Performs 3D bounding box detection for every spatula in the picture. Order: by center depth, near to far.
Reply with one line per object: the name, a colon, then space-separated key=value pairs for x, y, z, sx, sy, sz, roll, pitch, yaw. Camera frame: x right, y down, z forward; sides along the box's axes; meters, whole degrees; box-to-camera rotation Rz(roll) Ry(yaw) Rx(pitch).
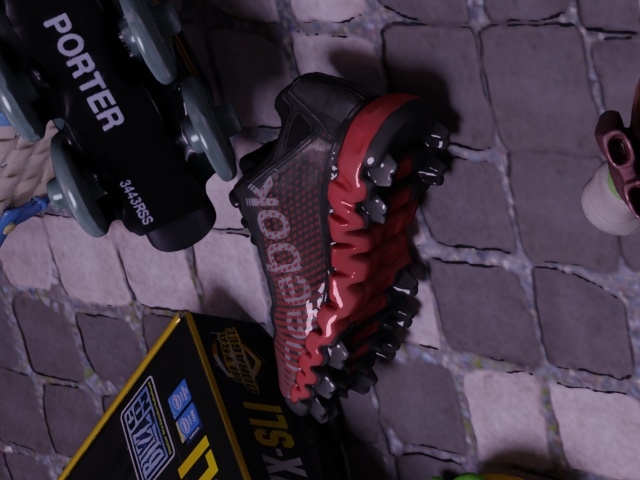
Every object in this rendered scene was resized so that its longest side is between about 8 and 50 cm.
spatula: x=0.010 y=0.178 z=1.525 sx=0.084 sy=0.030 sz=0.296 roll=7 pitch=119 yaw=50

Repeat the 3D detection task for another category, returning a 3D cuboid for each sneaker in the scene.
sneaker: x=0.000 y=0.000 z=1.376 sx=0.135 sy=0.098 sz=0.276 roll=31 pitch=131 yaw=26

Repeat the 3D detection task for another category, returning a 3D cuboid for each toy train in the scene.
toy train: x=-0.163 y=-0.148 z=1.326 sx=0.190 sy=0.142 sz=0.334 roll=-107 pitch=-9 yaw=-56

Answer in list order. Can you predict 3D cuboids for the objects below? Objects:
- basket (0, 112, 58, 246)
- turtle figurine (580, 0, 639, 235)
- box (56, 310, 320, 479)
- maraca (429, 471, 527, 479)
basket: x=-0.328 y=-0.090 z=1.557 sx=0.255 sy=0.201 sz=0.289 roll=44 pitch=127 yaw=13
turtle figurine: x=0.255 y=-0.074 z=1.081 sx=0.198 sy=0.274 sz=0.266 roll=22 pitch=153 yaw=5
box: x=-0.092 y=0.255 z=1.490 sx=0.257 sy=0.079 sz=0.322 roll=-51 pitch=45 yaw=32
maraca: x=0.124 y=0.219 z=1.397 sx=0.127 sy=0.099 sz=0.186 roll=67 pitch=164 yaw=-5
